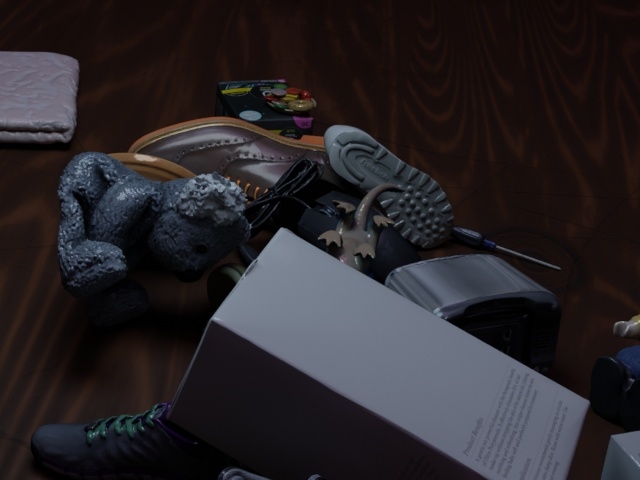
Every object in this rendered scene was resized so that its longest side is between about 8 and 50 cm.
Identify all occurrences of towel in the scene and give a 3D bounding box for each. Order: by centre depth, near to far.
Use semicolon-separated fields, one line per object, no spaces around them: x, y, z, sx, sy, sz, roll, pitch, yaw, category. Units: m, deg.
-0.564;-0.240;2.129;0.317;0.053;0.332;0;28;-9;towel

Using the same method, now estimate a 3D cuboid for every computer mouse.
0.000;0.000;1.733;0.184;0.060;0.262;-38;64;-17;computer mouse

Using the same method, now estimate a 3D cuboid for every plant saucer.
-0.236;-0.041;1.693;0.200;0.200;0.037;6;56;2;plant saucer

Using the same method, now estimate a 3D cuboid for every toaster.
0.170;0.099;1.560;0.227;0.129;0.146;-8;27;-20;toaster

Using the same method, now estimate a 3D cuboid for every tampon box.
-0.094;-0.181;2.052;0.121;0.101;0.161;-5;30;-18;tampon box

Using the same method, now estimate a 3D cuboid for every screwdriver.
0.264;0.014;1.845;0.170;0.024;0.025;23;31;21;screwdriver

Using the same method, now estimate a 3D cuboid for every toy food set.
-0.047;-0.220;2.005;0.083;0.020;0.083;10;29;4;toy food set

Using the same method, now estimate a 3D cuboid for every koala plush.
-0.192;-0.021;1.546;0.221;0.196;0.203;-7;71;1;koala plush

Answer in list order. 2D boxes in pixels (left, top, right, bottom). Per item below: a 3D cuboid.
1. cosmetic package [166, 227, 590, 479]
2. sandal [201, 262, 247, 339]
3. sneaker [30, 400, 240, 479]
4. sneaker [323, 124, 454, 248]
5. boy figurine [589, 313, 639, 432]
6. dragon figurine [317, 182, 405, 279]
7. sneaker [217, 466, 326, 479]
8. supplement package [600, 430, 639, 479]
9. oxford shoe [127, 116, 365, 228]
0.061;0.166;1.268;0.366;0.155;0.197;29;35;7;cosmetic package
-0.093;0.126;1.479;0.086;0.120;0.303;-16;33;-10;sandal
-0.191;0.198;1.334;0.224;0.098;0.083;8;28;3;sneaker
0.099;-0.083;1.832;0.235;0.090;0.095;44;1;-20;sneaker
0.446;0.139;1.572;0.285;0.092;0.177;-21;38;-41;boy figurine
0.033;0.034;1.627;0.085;0.144;0.289;18;35;3;dragon figurine
-0.101;0.289;1.124;0.269;0.153;0.101;-17;35;-36;sneaker
0.392;0.259;1.322;0.179;0.105;0.105;-6;31;-20;supplement package
-0.102;-0.092;1.866;0.364;0.130;0.132;2;35;-7;oxford shoe
